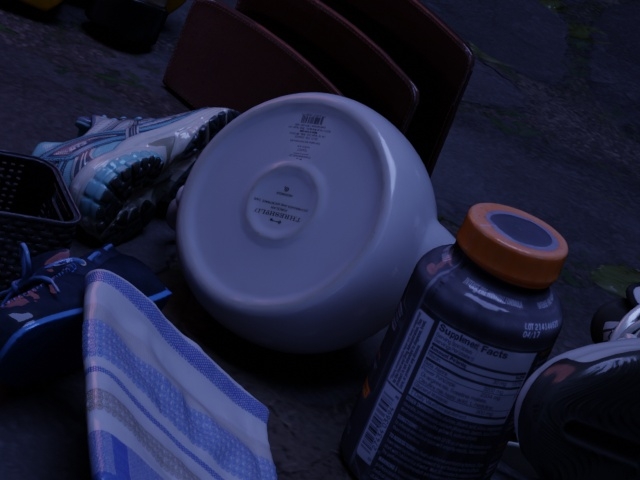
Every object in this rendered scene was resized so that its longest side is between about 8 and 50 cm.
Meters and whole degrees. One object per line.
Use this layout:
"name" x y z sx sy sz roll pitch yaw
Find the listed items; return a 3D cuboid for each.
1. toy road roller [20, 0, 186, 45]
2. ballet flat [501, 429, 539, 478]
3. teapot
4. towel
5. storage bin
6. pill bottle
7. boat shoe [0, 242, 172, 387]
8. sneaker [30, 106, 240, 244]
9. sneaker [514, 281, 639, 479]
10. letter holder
"toy road roller" -0.295 -0.383 2.322 0.330 0.202 0.240 22 11 -14
"ballet flat" 0.158 0.148 1.722 0.248 0.086 0.086 36 27 28
"teapot" 0.000 0.000 1.754 0.187 0.252 0.256 41 18 -57
"towel" -0.097 0.150 1.425 0.209 0.034 0.285 45 15 -26
"storage bin" -0.311 -0.021 1.656 0.180 0.084 0.122 10 26 -28
"pill bottle" 0.117 0.093 1.581 0.130 0.245 0.130 19 23 -9
"boat shoe" -0.217 0.056 1.565 0.089 0.109 0.258 46 14 10
"sneaker" -0.180 -0.091 1.895 0.122 0.110 0.283 27 23 19
"sneaker" 0.271 0.136 1.628 0.447 0.169 0.257 10 14 -41
"letter holder" -0.001 -0.193 2.133 0.152 0.214 0.302 -3 34 -45
